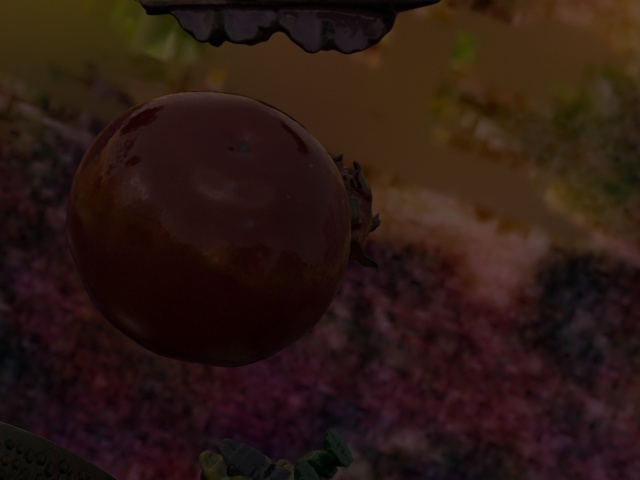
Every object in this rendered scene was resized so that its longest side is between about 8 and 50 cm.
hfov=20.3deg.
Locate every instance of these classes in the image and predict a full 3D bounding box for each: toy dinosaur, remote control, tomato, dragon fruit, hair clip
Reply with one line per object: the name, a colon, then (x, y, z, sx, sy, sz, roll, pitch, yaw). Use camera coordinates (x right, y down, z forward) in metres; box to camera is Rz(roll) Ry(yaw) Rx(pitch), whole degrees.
toy dinosaur: (-0.004, 0.286, 1.725, 0.259, 0.153, 0.094, 51, 43, -5)
remote control: (-0.228, 0.207, 1.497, 0.042, 0.072, 0.222, 6, -17, 30)
tomato: (-0.070, -0.014, 1.154, 0.195, 0.136, 0.195, 13, 44, -13)
dragon fruit: (0.004, 0.000, 2.215, 0.137, 0.235, 0.135, -16, -34, 23)
hair clip: (-0.021, -0.220, 1.606, 0.292, 0.106, 0.084, 0, 11, 0)
